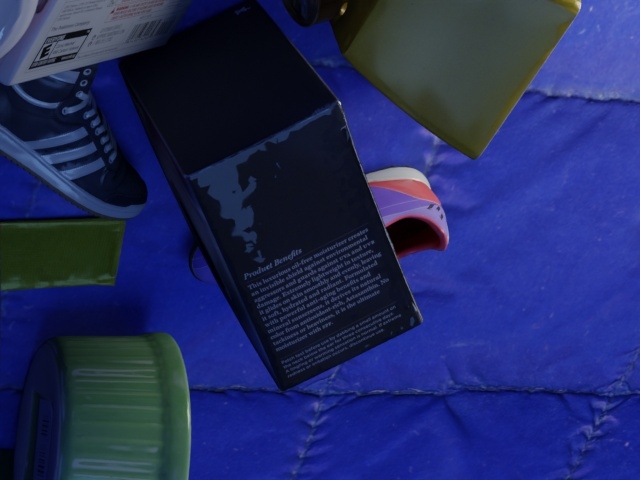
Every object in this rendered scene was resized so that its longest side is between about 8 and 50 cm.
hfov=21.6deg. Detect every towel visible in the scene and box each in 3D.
[{"bbox_3d":[-0.346,0.019,1.952,0.237,0.021,0.102,-3,130,-24],"label":"towel"}]

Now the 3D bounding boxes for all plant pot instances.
[{"bbox_3d":[0.124,-0.252,1.826,0.187,0.212,0.212,21,118,-23],"label":"plant pot"}]

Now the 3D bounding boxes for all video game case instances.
[{"bbox_3d":[-0.160,-0.295,1.616,0.300,0.036,0.329,-55,170,23],"label":"video game case"}]

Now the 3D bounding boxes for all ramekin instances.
[{"bbox_3d":[-0.269,0.254,2.009,0.148,0.303,0.303,7,126,-21],"label":"ramekin"}]

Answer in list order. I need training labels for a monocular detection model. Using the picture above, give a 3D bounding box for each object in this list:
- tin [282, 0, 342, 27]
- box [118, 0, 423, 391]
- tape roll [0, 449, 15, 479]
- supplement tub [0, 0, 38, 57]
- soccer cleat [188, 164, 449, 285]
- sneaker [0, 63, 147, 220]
[{"bbox_3d":[-0.013,-0.314,1.763,0.040,0.106,0.190,-22,137,-25],"label":"tin"},{"bbox_3d":[-0.059,-0.055,1.798,0.182,0.296,0.294,-26,123,-6],"label":"box"},{"bbox_3d":[-0.458,0.414,2.206,0.321,0.077,0.321,-14,133,-15],"label":"tape roll"},{"bbox_3d":[-0.364,-0.283,1.497,0.191,0.272,0.191,-12,131,-14],"label":"supplement tub"},{"bbox_3d":[0.000,0.000,2.034,0.318,0.116,0.109,-15,134,-13],"label":"soccer cleat"},{"bbox_3d":[-0.256,-0.135,1.806,0.153,0.099,0.282,-43,130,16],"label":"sneaker"}]
